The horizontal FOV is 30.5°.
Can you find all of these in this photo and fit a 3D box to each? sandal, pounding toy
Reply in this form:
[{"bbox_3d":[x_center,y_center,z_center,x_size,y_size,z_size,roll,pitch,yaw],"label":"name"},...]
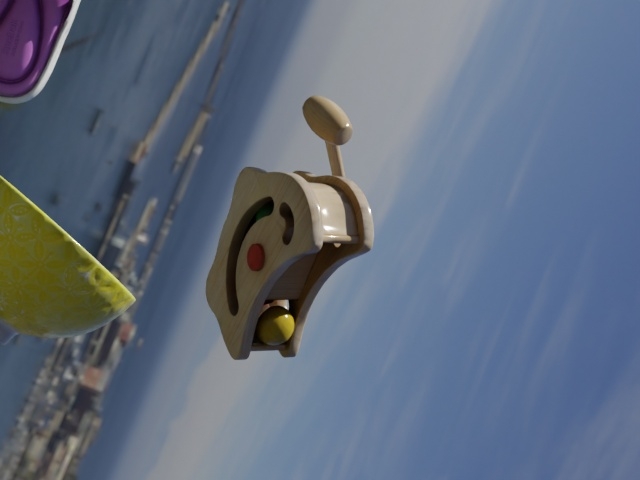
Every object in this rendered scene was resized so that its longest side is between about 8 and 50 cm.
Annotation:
[{"bbox_3d":[-0.419,-0.406,1.737,0.102,0.169,0.416,-136,-124,-80],"label":"sandal"},{"bbox_3d":[0.000,0.000,1.221,0.154,0.155,0.269,43,-58,46],"label":"pounding toy"}]

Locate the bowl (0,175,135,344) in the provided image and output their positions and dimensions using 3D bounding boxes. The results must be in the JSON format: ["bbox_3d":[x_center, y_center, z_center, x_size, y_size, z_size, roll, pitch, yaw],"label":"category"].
[{"bbox_3d":[-0.395,0.038,1.504,0.156,0.289,0.289,-49,-178,-10],"label":"bowl"}]
